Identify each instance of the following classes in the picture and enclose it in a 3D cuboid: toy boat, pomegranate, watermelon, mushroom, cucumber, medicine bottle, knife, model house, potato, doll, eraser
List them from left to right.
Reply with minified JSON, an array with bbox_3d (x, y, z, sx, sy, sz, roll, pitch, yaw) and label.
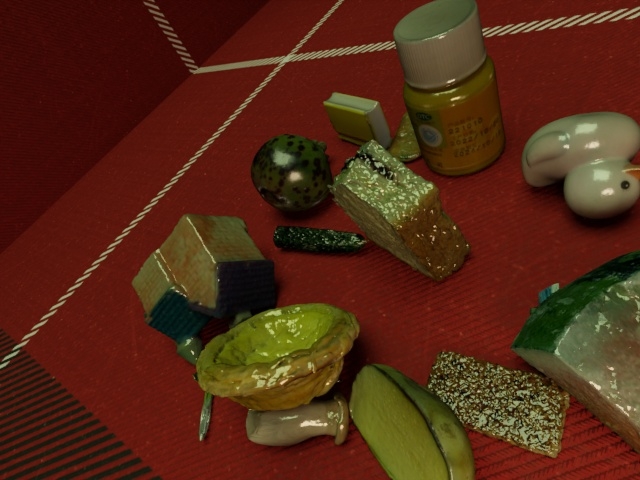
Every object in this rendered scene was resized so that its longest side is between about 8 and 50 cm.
[{"bbox_3d":[-0.258,0.369,0.994,0.022,0.026,0.184,11,42,-12],"label":"knife"},{"bbox_3d":[-0.282,0.134,1.108,0.312,0.245,0.280,-48,66,21],"label":"model house"},{"bbox_3d":[-0.045,0.345,0.841,0.213,0.088,0.097,-13,12,13],"label":"mushroom"},{"bbox_3d":[-0.054,-0.210,1.306,0.306,0.242,0.242,-23,31,-38],"label":"pomegranate"},{"bbox_3d":[0.000,0.000,1.161,0.294,0.067,0.067,5,54,33],"label":"cucumber"},{"bbox_3d":[0.119,-0.375,1.377,0.069,0.158,0.226,-42,42,-14],"label":"eraser"},{"bbox_3d":[0.161,0.306,0.718,0.111,0.160,0.272,1,14,-26],"label":"potato"},{"bbox_3d":[0.322,-0.366,1.077,0.225,0.384,0.224,-16,45,17],"label":"medicine bottle"},{"bbox_3d":[0.469,0.135,0.783,0.150,0.034,0.105,21,60,29],"label":"toy boat"},{"bbox_3d":[0.548,-0.144,0.904,0.221,0.221,0.251,-52,23,-21],"label":"doll"},{"bbox_3d":[0.474,0.142,0.646,0.264,0.151,0.302,-37,50,-6],"label":"watermelon"}]

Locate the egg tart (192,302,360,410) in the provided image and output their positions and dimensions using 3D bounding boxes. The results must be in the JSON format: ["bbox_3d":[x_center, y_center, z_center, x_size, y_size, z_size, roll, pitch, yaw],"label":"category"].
[{"bbox_3d":[-0.077,0.236,0.857,0.346,0.132,0.345,-13,8,2],"label":"egg tart"}]

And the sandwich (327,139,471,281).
[{"bbox_3d":[0.154,-0.072,0.939,0.131,0.325,0.262,-49,44,-3],"label":"sandwich"}]

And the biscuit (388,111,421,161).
[{"bbox_3d":[0.284,-0.326,1.330,0.119,0.029,0.247,7,54,28],"label":"biscuit"}]

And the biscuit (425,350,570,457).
[{"bbox_3d":[0.295,0.271,0.751,0.231,0.025,0.131,6,54,35],"label":"biscuit"}]
